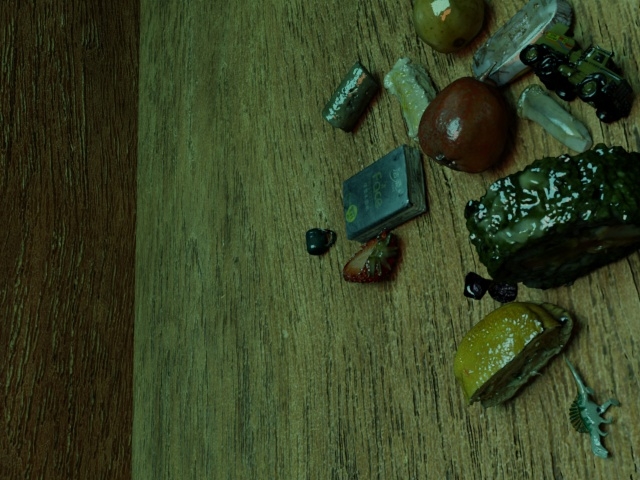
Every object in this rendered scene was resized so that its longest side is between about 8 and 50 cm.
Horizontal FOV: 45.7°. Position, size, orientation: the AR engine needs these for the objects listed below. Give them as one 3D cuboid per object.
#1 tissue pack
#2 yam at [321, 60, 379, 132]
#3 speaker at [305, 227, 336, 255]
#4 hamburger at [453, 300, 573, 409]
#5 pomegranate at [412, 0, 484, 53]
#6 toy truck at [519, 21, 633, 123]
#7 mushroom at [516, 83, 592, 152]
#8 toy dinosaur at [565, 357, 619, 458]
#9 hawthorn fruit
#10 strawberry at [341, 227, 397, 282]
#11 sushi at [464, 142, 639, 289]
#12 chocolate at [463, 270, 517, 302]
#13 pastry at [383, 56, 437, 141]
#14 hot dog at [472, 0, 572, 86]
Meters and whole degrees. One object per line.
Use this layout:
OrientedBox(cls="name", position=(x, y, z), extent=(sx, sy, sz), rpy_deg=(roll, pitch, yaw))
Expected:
OrientedBox(cls="tissue pack", position=(0.170, -0.122, 2.053), extent=(0.257, 0.081, 0.185), rpy_deg=(-30, 56, 45))
OrientedBox(cls="yam", position=(0.093, -0.423, 2.237), extent=(0.194, 0.107, 0.107), rpy_deg=(-55, 41, 24))
OrientedBox(cls="speaker", position=(-0.002, -0.002, 2.252), extent=(0.094, 0.060, 0.075), rpy_deg=(-31, 56, 43))
OrientedBox(cls="hamburger", position=(0.398, 0.218, 1.590), extent=(0.283, 0.144, 0.157), rpy_deg=(-50, 36, 24))
OrientedBox(cls="pomegranate", position=(0.326, -0.586, 1.943), extent=(0.196, 0.196, 0.196), rpy_deg=(-22, 61, 47))
OrientedBox(cls="toy truck", position=(0.552, -0.357, 1.608), extent=(0.127, 0.127, 0.257), rpy_deg=(-47, 44, 12))
OrientedBox(cls="mushroom", position=(0.513, -0.264, 1.671), extent=(0.084, 0.071, 0.209), rpy_deg=(-61, 42, 27))
OrientedBox(cls="toy dinosaur", position=(0.515, 0.329, 1.483), extent=(0.187, 0.044, 0.106), rpy_deg=(49, 132, 47))
OrientedBox(cls="hawthorn fruit", position=(0.353, -0.292, 1.783), extent=(0.210, 0.210, 0.262), rpy_deg=(26, 90, 53))
OrientedBox(cls="strawberry", position=(0.143, 0.052, 2.044), extent=(0.167, 0.087, 0.208), rpy_deg=(-59, 9, -10))
OrientedBox(cls="sushi", position=(0.461, -0.042, 1.471), extent=(0.352, 0.294, 0.178), rpy_deg=(-33, 58, 40))
OrientedBox(cls="chocolate", position=(0.369, 0.101, 1.664), extent=(0.070, 0.147, 0.072), rpy_deg=(-56, 48, 19))
OrientedBox(cls="pastry", position=(0.252, -0.378, 2.028), extent=(0.121, 0.089, 0.258), rpy_deg=(-45, 44, 28))
OrientedBox(cls="hot dog", position=(0.472, -0.463, 1.785), extent=(0.268, 0.075, 0.144), rpy_deg=(-35, 57, 37))
